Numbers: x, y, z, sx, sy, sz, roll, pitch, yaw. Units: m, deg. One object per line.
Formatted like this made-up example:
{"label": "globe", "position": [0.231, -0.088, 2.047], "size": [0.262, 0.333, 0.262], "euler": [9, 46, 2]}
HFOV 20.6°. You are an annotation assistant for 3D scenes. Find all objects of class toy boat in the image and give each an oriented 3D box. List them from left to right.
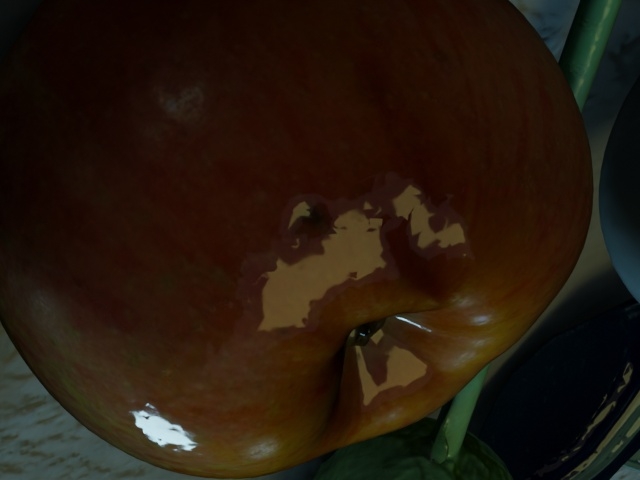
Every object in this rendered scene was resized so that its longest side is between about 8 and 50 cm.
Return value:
{"label": "toy boat", "position": [0.177, 0.125, 1.062], "size": [0.210, 0.070, 0.291], "euler": [-34, 150, -7]}

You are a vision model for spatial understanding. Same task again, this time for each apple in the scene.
{"label": "apple", "position": [-0.011, -0.012, 0.604], "size": [0.209, 0.164, 0.209], "euler": [-26, 145, -20]}

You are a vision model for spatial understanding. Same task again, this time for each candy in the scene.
{"label": "candy", "position": [0.082, 0.030, 0.824], "size": [0.119, 0.119, 0.440], "euler": [-13, 133, -37]}

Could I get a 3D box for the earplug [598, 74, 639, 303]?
{"label": "earplug", "position": [0.217, -0.103, 0.724], "size": [0.175, 0.214, 0.325], "euler": [10, 125, -16]}
